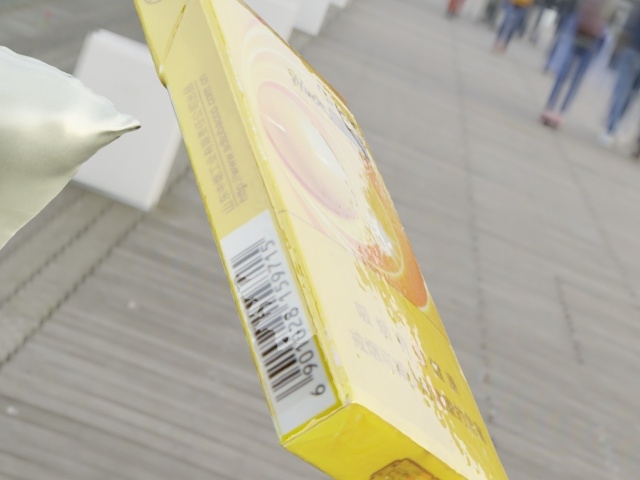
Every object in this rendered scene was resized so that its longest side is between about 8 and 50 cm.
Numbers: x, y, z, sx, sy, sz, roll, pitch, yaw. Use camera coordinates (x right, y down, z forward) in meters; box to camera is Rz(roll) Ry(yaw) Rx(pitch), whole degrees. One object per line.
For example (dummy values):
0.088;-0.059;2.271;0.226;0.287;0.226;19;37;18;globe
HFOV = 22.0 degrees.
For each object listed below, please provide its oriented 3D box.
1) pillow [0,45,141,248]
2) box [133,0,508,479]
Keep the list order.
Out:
-0.190;0.020;0.593;0.144;0.254;0.078;25;25;-29;pillow
0.000;0.000;0.731;0.152;0.043;0.269;40;23;-49;box
